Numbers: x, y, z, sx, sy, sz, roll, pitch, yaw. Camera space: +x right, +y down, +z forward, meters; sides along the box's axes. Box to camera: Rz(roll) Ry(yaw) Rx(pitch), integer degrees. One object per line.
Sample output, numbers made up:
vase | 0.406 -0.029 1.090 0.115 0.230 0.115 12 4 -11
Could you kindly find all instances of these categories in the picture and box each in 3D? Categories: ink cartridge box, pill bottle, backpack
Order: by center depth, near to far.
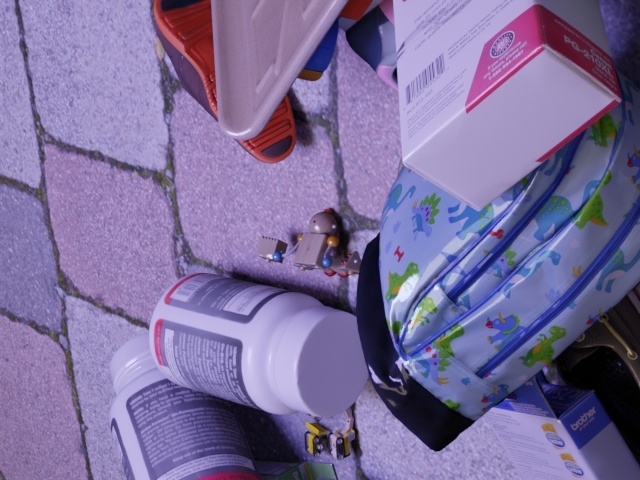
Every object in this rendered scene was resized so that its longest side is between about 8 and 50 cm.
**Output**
ink cartridge box | 0.156 -0.174 1.277 0.172 0.100 0.237 -40 34 34
backpack | 0.194 -0.015 1.405 0.356 0.290 0.273 -29 119 25
ink cartridge box | 0.278 0.251 1.544 0.311 0.065 0.186 55 162 -11
pill bottle | -0.079 0.139 1.892 0.283 0.161 0.161 10 116 45
pill bottle | -0.196 0.286 2.035 0.318 0.176 0.176 64 146 37
ink cartridge box | -0.057 0.375 2.065 0.209 0.062 0.109 -6 103 48

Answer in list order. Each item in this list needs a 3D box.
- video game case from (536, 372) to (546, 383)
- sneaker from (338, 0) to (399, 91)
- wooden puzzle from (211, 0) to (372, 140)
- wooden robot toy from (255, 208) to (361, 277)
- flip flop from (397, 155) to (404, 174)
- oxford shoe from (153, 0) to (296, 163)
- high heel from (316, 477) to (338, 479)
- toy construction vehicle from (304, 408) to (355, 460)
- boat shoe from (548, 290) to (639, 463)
video game case | 0.187 0.147 1.716 0.166 0.015 0.119 -27 88 50
sneaker | 0.146 -0.252 1.503 0.131 0.112 0.319 54 148 -10
wooden puzzle | -0.008 -0.320 1.560 0.348 0.081 0.322 -46 40 45
wooden robot toy | 0.000 0.000 1.829 0.173 0.076 0.079 7 78 46
flip flop | 0.158 -0.112 1.565 0.112 0.080 0.277 58 140 8
oxford shoe | -0.119 -0.200 1.837 0.271 0.097 0.098 57 160 16
high heel | 0.100 0.351 1.829 0.186 0.093 0.261 51 137 0
toy construction vehicle | 0.013 0.254 1.955 0.086 0.035 0.098 24 124 52
boat shoe | 0.296 0.116 1.520 0.305 0.091 0.109 49 138 18
